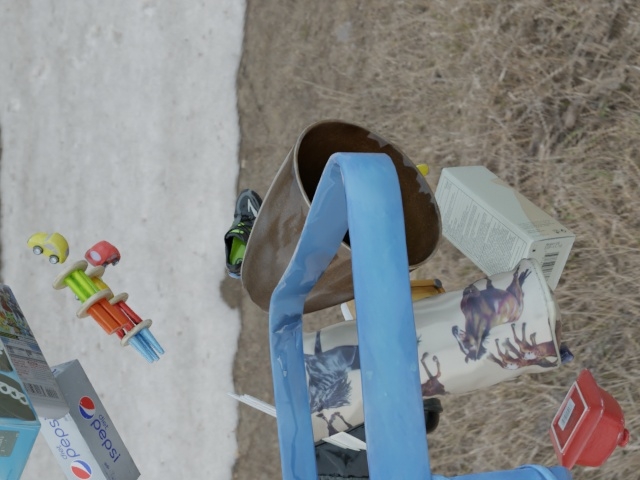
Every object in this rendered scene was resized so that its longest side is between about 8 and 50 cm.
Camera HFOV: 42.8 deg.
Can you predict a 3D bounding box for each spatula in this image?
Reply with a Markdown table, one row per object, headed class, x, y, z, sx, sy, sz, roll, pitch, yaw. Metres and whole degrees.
| class | x | y | z | sx | sy | sz | roll | pitch | yaw |
| --- | --- | --- | --- | --- | --- | --- | --- | --- | --- |
| spatula | -0.034 | 0.304 | 1.374 | 0.019 | 0.242 | 0.168 | -65 | 13 | -15 |

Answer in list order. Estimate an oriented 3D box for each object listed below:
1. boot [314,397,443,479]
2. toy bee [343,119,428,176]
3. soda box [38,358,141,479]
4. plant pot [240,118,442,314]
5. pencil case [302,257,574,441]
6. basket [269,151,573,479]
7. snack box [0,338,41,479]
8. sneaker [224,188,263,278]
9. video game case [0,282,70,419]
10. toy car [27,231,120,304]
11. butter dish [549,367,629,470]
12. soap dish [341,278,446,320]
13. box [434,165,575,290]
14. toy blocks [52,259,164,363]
| class | x | y | z | sx | sy | sz | roll | pitch | yaw |
| --- | --- | --- | --- | --- | --- | --- | --- | --- | --- |
| boot | 0.112 | 0.475 | 1.620 | 0.348 | 0.131 | 0.260 | -23 | 70 | 12 |
| toy bee | 0.100 | -0.100 | 1.612 | 0.298 | 0.162 | 0.195 | 32 | 102 | 10 |
| soda box | -0.474 | 0.386 | 1.621 | 0.091 | 0.098 | 0.286 | -19 | 105 | 22 |
| plant pot | 0.000 | 0.000 | 1.045 | 0.230 | 0.215 | 0.215 | -44 | 61 | 42 |
| pencil case | 0.136 | 0.158 | 1.158 | 0.410 | 0.183 | 0.159 | -20 | 75 | 12 |
| basket | 0.011 | 0.130 | 0.416 | 0.254 | 0.201 | 0.288 | 111 | 159 | -65 |
| snack box | -0.409 | 0.192 | 0.911 | 0.322 | 0.060 | 0.187 | 37 | 107 | 49 |
| sneaker | -0.156 | -0.017 | 1.674 | 0.067 | 0.078 | 0.188 | 8 | 76 | 8 |
| video game case | -0.592 | 0.163 | 1.392 | 0.036 | 0.329 | 0.300 | -38 | 66 | 5 |
| toy car | -0.552 | 0.064 | 1.920 | 0.053 | 0.239 | 0.225 | -53 | 46 | 26 |
| butter dish | 0.501 | 0.340 | 1.478 | 0.118 | 0.160 | 0.160 | 21 | 109 | -3 |
| soap dish | 0.201 | 0.192 | 1.809 | 0.118 | 0.291 | 0.228 | -41 | 64 | 34 |
| box | 0.373 | -0.027 | 1.730 | 0.311 | 0.121 | 0.148 | 50 | 138 | 45 |
| toy blocks | -0.268 | 0.099 | 1.059 | 0.054 | 0.123 | 0.148 | -43 | 82 | -3 |
